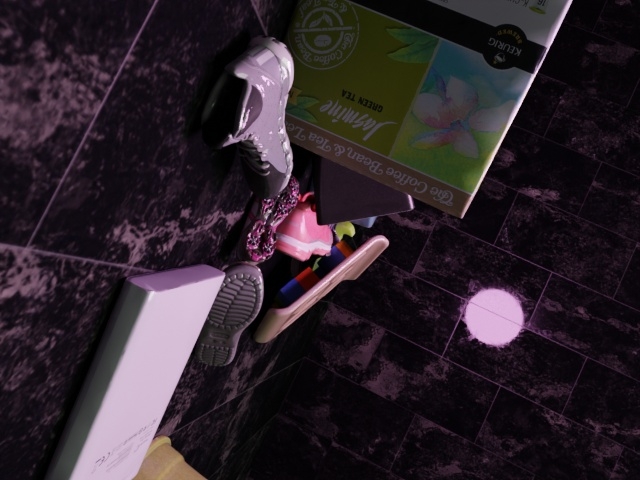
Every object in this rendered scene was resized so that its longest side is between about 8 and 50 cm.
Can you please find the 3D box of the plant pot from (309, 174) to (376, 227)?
[{"bbox_3d":[0.084,-0.188,1.287,0.165,0.166,0.234,-55,160,-46],"label":"plant pot"}]

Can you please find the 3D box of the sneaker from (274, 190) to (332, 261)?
[{"bbox_3d":[-0.020,-0.040,1.227,0.314,0.116,0.136,-25,136,-78],"label":"sneaker"}]

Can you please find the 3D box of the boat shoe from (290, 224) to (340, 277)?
[{"bbox_3d":[0.000,0.000,1.477,0.108,0.102,0.301,-52,165,-54],"label":"boat shoe"}]

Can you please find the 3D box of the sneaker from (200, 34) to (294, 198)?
[{"bbox_3d":[-0.099,-0.126,0.686,0.132,0.086,0.228,-50,153,-43],"label":"sneaker"}]

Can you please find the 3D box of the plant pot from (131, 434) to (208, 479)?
[{"bbox_3d":[-0.256,0.545,1.011,0.276,0.254,0.276,-61,171,-18],"label":"plant pot"}]

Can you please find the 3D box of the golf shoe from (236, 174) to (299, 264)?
[{"bbox_3d":[-0.100,-0.041,0.969,0.086,0.067,0.186,-20,-140,56],"label":"golf shoe"}]

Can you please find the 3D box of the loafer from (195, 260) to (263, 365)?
[{"bbox_3d":[-0.164,0.117,0.964,0.087,0.094,0.251,-91,-156,-48],"label":"loafer"}]

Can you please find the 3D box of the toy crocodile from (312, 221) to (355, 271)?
[{"bbox_3d":[-0.002,0.087,1.693,0.340,0.105,0.115,-66,171,11],"label":"toy crocodile"}]

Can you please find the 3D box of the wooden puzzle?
[{"bbox_3d":[-0.018,0.115,1.414,0.348,0.080,0.322,-33,169,-24],"label":"wooden puzzle"}]

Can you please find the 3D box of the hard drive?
[{"bbox_3d":[-0.255,0.206,0.755,0.353,0.047,0.233,-65,171,6],"label":"hard drive"}]

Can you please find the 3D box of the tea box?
[{"bbox_3d":[0.132,-0.256,0.818,0.323,0.329,0.220,-68,171,19],"label":"tea box"}]

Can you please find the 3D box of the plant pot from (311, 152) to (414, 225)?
[{"bbox_3d":[0.068,-0.159,1.071,0.187,0.188,0.167,-95,175,-56],"label":"plant pot"}]
